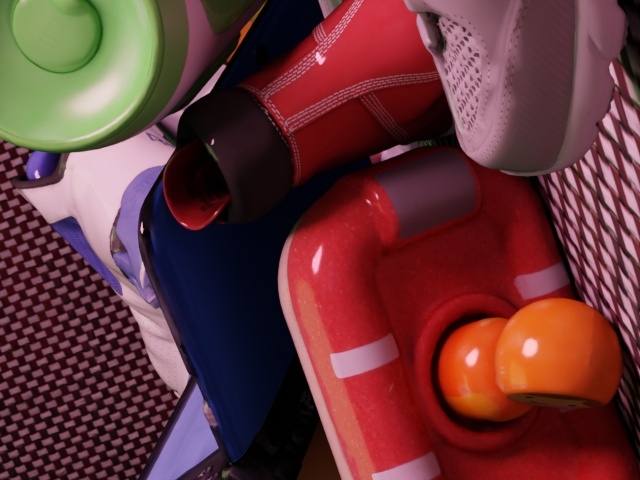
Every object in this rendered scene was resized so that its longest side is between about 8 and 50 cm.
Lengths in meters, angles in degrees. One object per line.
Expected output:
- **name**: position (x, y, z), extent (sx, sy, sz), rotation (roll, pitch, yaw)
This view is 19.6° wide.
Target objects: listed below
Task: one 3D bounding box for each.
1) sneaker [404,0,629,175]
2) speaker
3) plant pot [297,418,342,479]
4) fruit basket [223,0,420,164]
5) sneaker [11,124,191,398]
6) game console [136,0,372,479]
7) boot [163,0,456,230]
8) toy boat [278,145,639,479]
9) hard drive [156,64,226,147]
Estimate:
- **sneaker**: position (0.009, -0.139, 0.533), extent (0.105, 0.115, 0.281), rotation (-111, 1, -63)
- **speaker**: position (-0.098, -0.136, 0.945), extent (0.296, 0.131, 0.131), rotation (-66, -43, -69)
- **plant pot**: position (0.068, 0.132, 1.172), extent (0.205, 0.188, 0.205), rotation (159, 90, -90)
- **fruit basket**: position (0.007, -0.147, 1.337), extent (0.353, 0.165, 0.327), rotation (51, 169, 33)
- **sneaker**: position (-0.117, -0.010, 1.348), extent (0.182, 0.127, 0.315), rotation (44, 167, 24)
- **game console**: position (-0.069, 0.027, 1.091), extent (0.173, 0.250, 0.293), rotation (42, -143, -12)
- **boot**: position (-0.001, -0.064, 0.959), extent (0.088, 0.176, 0.244), rotation (54, 180, 5)
- **toy boat**: position (0.088, 0.064, 0.894), extent (0.151, 0.151, 0.231), rotation (-14, 98, 60)
- **hard drive**: position (0.000, 0.000, 1.368), extent (0.353, 0.047, 0.233), rotation (47, 172, -22)
